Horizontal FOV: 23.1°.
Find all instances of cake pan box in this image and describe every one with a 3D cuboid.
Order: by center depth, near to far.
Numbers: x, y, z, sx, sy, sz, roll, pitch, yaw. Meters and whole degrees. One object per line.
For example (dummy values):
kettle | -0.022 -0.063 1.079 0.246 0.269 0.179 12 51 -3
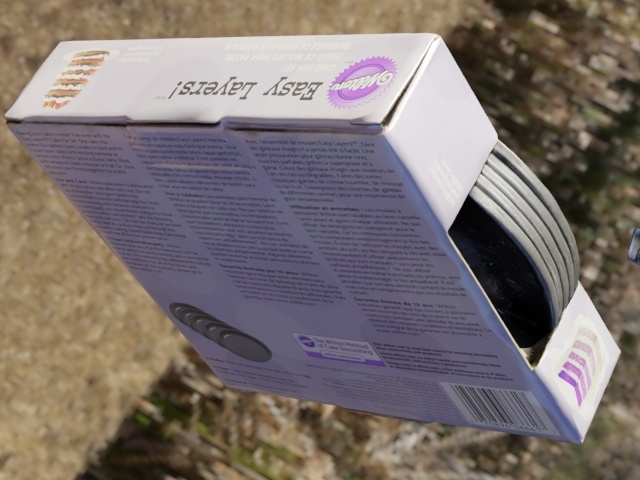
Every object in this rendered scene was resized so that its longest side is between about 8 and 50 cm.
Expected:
cake pan box | 0.000 0.000 0.816 0.245 0.267 0.070 52 55 -38

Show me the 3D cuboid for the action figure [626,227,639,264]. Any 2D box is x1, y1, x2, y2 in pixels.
action figure | 0.387 0.122 1.296 0.178 0.341 0.330 -68 -156 1
